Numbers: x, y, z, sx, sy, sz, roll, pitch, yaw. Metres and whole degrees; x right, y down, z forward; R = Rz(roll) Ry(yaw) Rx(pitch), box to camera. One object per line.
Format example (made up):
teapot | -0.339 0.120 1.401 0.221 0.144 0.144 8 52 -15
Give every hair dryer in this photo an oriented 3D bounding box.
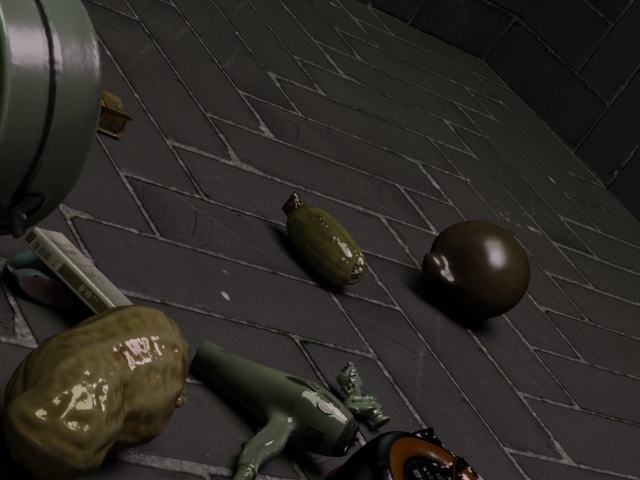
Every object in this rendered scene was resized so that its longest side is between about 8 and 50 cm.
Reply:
hair dryer | -0.091 0.203 1.860 0.219 0.088 0.225 39 33 29

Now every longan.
longan | 0.262 0.050 2.647 0.204 0.159 0.185 6 38 -30

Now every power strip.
power strip | -0.416 -0.163 1.758 0.357 0.357 0.161 45 22 26

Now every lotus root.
lotus root | -0.001 0.001 2.438 0.183 0.077 0.090 48 15 25

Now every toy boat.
toy boat | -0.348 0.034 1.869 0.096 0.034 0.122 27 12 -33

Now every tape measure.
tape measure | 0.109 0.322 1.799 0.223 0.135 0.202 -1 51 -56

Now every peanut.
peanut | -0.233 0.159 1.599 0.153 0.140 0.325 52 21 -3

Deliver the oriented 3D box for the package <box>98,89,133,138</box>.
package | -0.358 -0.209 2.379 0.131 0.047 0.071 22 26 -38

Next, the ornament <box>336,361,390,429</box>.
ornament | 0.055 0.215 2.091 0.092 0.041 0.068 43 24 -6

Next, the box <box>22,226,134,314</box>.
box | -0.269 0.062 1.859 0.198 0.029 0.109 44 3 8
